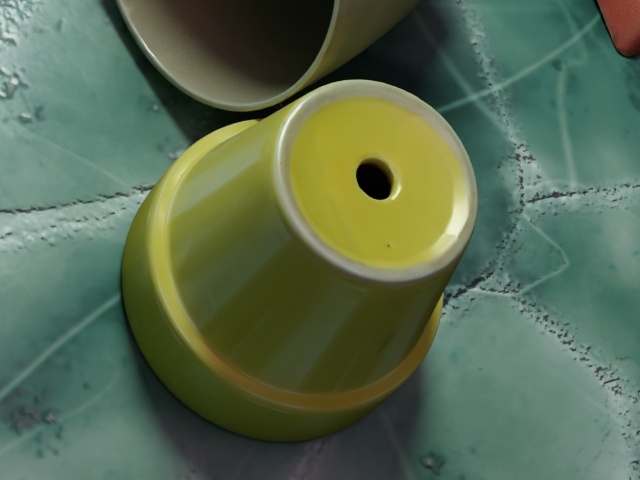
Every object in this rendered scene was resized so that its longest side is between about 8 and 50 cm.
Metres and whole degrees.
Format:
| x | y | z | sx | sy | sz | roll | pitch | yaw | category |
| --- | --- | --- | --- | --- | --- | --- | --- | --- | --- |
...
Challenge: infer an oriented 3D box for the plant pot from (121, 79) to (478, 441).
| x | y | z | sx | sy | sz | roll | pitch | yaw | category |
| --- | --- | --- | --- | --- | --- | --- | --- | --- | --- |
| 0.000 | 0.000 | 1.531 | 0.254 | 0.239 | 0.254 | 10 | 64 | -20 | plant pot |

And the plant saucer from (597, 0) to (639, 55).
| x | y | z | sx | sy | sz | roll | pitch | yaw | category |
| --- | --- | --- | --- | --- | --- | --- | --- | --- | --- |
| 0.355 | -0.329 | 1.910 | 0.258 | 0.048 | 0.259 | -17 | 83 | -22 | plant saucer |

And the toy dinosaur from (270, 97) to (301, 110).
| x | y | z | sx | sy | sz | roll | pitch | yaw | category |
| --- | --- | --- | --- | --- | --- | --- | --- | --- | --- |
| -0.011 | -0.092 | 1.684 | 0.082 | 0.047 | 0.090 | -36 | 95 | -13 | toy dinosaur |

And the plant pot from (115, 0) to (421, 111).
| x | y | z | sx | sy | sz | roll | pitch | yaw | category |
| --- | --- | --- | --- | --- | --- | --- | --- | --- | --- |
| 0.005 | -0.262 | 1.667 | 0.274 | 0.256 | 0.256 | -23 | 78 | -45 | plant pot |
